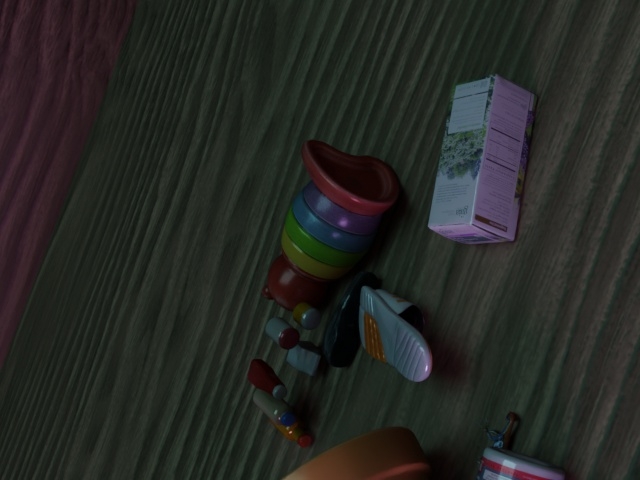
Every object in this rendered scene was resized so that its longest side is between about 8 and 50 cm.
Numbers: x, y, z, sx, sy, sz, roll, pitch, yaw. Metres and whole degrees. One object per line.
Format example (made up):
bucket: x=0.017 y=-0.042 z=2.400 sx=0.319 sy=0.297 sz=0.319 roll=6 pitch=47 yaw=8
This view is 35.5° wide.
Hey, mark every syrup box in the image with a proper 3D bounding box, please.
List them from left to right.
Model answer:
syrup box: x=0.243 y=-0.118 z=1.495 sx=0.093 sy=0.096 sz=0.237 roll=-5 pitch=71 yaw=54

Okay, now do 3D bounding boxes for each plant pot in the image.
plant pot: x=0.057 y=0.421 z=1.367 sx=0.291 sy=0.291 sz=0.203 roll=-50 pitch=57 yaw=27

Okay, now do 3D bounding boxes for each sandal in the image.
sandal: x=0.131 y=0.147 z=1.539 sx=0.265 sy=0.076 sz=0.102 roll=-140 pitch=49 yaw=-64

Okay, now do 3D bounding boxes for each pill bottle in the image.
pill bottle: x=0.238 y=0.364 z=1.274 sx=0.108 sy=0.108 sz=0.180 roll=10 pitch=82 yaw=54

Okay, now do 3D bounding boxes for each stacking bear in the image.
stacking bear: x=0.000 y=0.000 z=1.722 sx=0.289 sy=0.175 sz=0.164 roll=-61 pitch=29 yaw=29

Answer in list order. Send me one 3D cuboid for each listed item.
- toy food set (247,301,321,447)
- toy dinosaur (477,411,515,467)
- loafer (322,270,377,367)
toy food set: x=-0.048 y=0.228 z=1.691 sx=0.104 sy=0.111 sz=0.232 roll=33 pitch=109 yaw=52
toy dinosaur: x=0.251 y=0.279 z=1.374 sx=0.090 sy=0.047 sz=0.082 roll=46 pitch=106 yaw=15
loafer: x=0.043 y=0.126 z=1.680 sx=0.061 sy=0.062 sz=0.170 roll=33 pitch=100 yaw=58
